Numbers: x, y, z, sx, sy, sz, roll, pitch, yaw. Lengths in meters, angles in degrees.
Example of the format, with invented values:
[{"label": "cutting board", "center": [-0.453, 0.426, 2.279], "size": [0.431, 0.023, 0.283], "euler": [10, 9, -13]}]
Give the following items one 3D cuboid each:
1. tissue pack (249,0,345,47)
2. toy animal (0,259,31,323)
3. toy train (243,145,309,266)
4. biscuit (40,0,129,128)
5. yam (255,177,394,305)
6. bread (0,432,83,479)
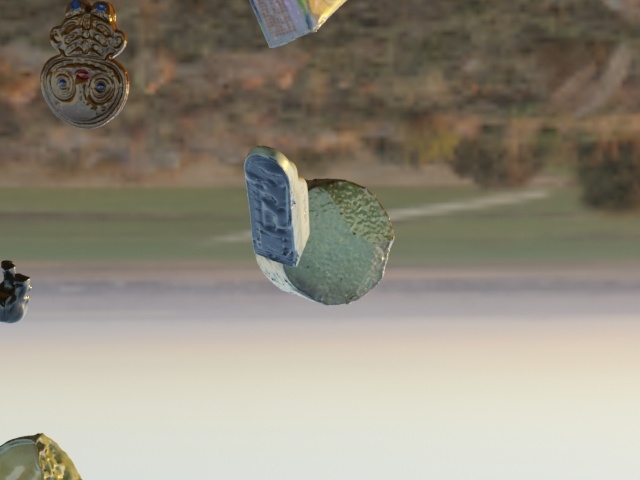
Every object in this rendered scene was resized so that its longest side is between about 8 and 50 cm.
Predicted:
[{"label": "tissue pack", "center": [-0.031, -0.262, 1.421], "size": [0.060, 0.148, 0.108], "euler": [-12, -158, 30]}, {"label": "toy animal", "center": [-0.359, 0.060, 1.597], "size": [0.136, 0.065, 0.047], "euler": [-4, -147, -21]}, {"label": "toy train", "center": [-0.042, -0.045, 1.582], "size": [0.052, 0.051, 0.234], "euler": [18, 156, 10]}, {"label": "biscuit", "center": [-0.320, -0.239, 2.175], "size": [0.124, 0.175, 0.026], "euler": [4, -172, 8]}, {"label": "yam", "center": [0.000, 0.000, 2.051], "size": [0.161, 0.161, 0.268], "euler": [0, -179, -11]}, {"label": "bread", "center": [-0.235, 0.277, 1.297], "size": [0.172, 0.232, 0.064], "euler": [21, -178, 34]}]
